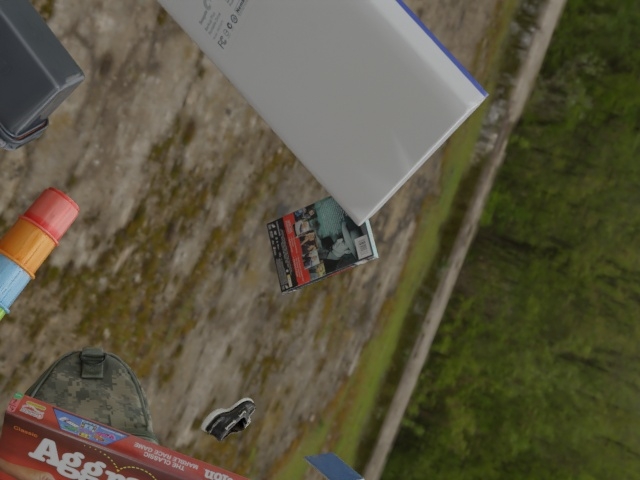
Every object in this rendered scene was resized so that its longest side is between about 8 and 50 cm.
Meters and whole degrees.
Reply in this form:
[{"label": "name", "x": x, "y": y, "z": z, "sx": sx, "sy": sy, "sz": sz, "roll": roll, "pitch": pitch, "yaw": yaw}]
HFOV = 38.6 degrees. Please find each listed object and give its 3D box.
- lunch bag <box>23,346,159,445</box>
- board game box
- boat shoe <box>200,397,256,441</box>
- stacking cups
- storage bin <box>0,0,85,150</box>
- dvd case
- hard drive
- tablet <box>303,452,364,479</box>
[{"label": "lunch bag", "x": -0.340, "y": 0.337, "z": 1.304, "sx": 0.256, "sy": 0.212, "sz": 0.305, "roll": -96, "pitch": -165, "yaw": -52}, {"label": "board game box", "x": -0.157, "y": 0.239, "z": 0.832, "sx": 0.027, "sy": 0.281, "sz": 0.145, "roll": -72, "pitch": -175, "yaw": -52}, {"label": "boat shoe", "x": -0.121, "y": 0.254, "z": 1.291, "sx": 0.046, "sy": 0.038, "sz": 0.125, "roll": -56, "pitch": 161, "yaw": 12}, {"label": "stacking cups", "x": -0.469, "y": 0.062, "z": 1.344, "sx": 0.316, "sy": 0.096, "sz": 0.096, "roll": -54, "pitch": 160, "yaw": -19}, {"label": "storage bin", "x": -0.298, "y": -0.174, "z": 0.895, "sx": 0.091, "sy": 0.135, "sz": 0.098, "roll": -30, "pitch": -169, "yaw": 26}, {"label": "dvd case", "x": 0.000, "y": 0.000, "z": 1.004, "sx": 0.013, "sy": 0.119, "sz": 0.087, "roll": 22, "pitch": 50, "yaw": -57}, {"label": "hard drive", "x": -0.016, "y": -0.186, "z": 0.845, "sx": 0.040, "sy": 0.319, "sz": 0.210, "roll": -38, "pitch": 174, "yaw": -37}, {"label": "tablet", "x": 0.018, "y": 0.323, "z": 1.289, "sx": 0.054, "sy": 0.083, "sz": 0.006, "roll": 1, "pitch": 105, "yaw": -34}]
